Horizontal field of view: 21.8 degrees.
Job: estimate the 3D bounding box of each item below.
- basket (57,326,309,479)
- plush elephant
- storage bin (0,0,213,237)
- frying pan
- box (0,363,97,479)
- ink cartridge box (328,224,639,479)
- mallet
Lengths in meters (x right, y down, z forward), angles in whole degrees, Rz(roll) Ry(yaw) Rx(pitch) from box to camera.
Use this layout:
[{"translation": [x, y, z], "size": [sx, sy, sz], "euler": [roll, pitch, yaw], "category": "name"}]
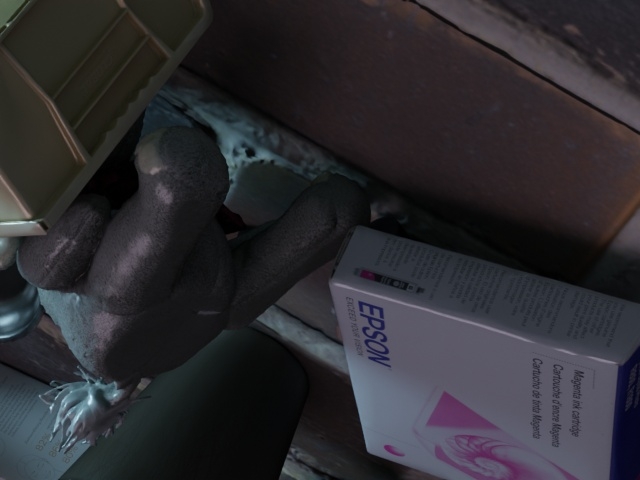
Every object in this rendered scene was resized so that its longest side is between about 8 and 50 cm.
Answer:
[{"translation": [-0.117, 0.202, 1.599], "size": [0.204, 0.227, 0.154], "euler": [32, 146, -2], "category": "basket"}, {"translation": [-0.169, -0.024, 1.368], "size": [0.330, 0.272, 0.255], "euler": [-49, 60, 25], "category": "plush elephant"}, {"translation": [-0.255, -0.130, 1.252], "size": [0.262, 0.260, 0.123], "euler": [-4, 131, 40], "category": "storage bin"}, {"translation": [-0.399, 0.061, 1.748], "size": [0.197, 0.053, 0.326], "euler": [34, 134, -8], "category": "frying pan"}, {"translation": [-0.327, 0.242, 1.897], "size": [0.170, 0.130, 0.091], "euler": [23, 146, 13], "category": "box"}, {"translation": [0.182, 0.137, 1.388], "size": [0.330, 0.071, 0.324], "euler": [17, 151, 19], "category": "ink cartridge box"}, {"translation": [0.000, 0.000, 1.429], "size": [0.189, 0.039, 0.062], "euler": [11, 144, 33], "category": "mallet"}]
